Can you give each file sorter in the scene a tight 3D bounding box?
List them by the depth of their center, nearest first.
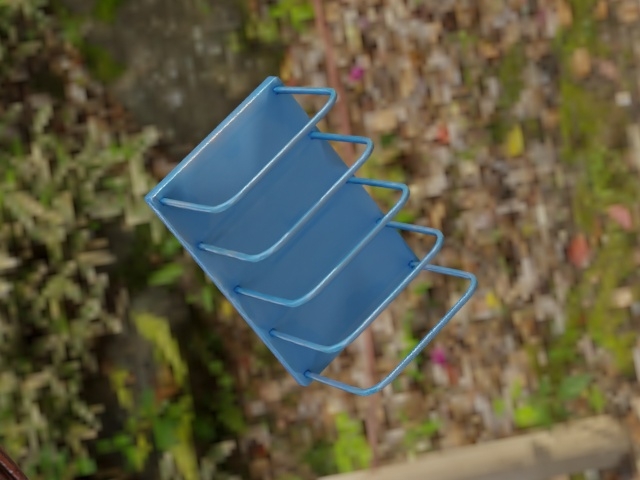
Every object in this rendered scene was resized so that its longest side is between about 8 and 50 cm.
[{"bbox_3d":[0.000,0.000,1.193,0.170,0.118,0.104,52,163,-23],"label":"file sorter"}]

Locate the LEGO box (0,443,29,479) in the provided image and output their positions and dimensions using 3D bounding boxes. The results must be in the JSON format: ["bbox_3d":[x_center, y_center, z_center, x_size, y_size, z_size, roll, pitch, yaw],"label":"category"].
[{"bbox_3d":[-0.406,0.035,0.695,0.193,0.372,0.500,38,165,49],"label":"LEGO box"}]
